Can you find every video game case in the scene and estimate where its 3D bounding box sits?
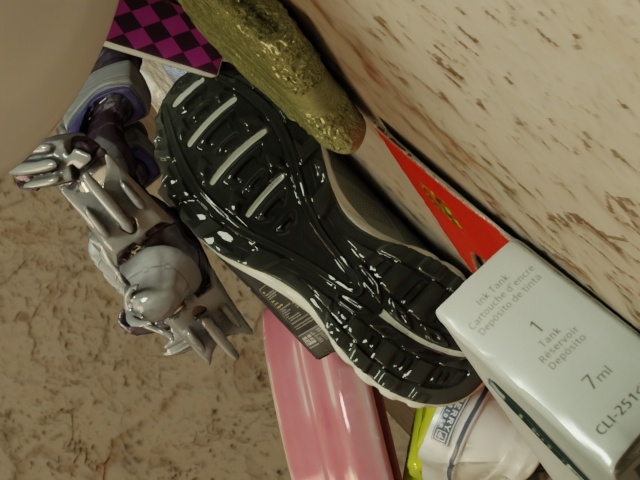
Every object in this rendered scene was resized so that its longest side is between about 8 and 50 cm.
[{"bbox_3d":[-0.190,-0.162,1.128,0.232,0.042,0.210,16,-174,-20],"label":"video game case"}]

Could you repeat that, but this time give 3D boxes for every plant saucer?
[{"bbox_3d":[0.018,0.171,1.562,0.332,0.084,0.332,-14,-90,-88],"label":"plant saucer"}]

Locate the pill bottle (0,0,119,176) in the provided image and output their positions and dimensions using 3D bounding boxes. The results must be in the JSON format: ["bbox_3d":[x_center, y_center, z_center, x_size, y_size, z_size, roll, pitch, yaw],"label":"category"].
[{"bbox_3d":[-0.284,-0.167,0.820,0.361,0.204,0.204,18,166,18],"label":"pill bottle"}]

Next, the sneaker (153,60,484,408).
[{"bbox_3d":[0.000,0.000,1.121,0.271,0.100,0.108,46,-178,12],"label":"sneaker"}]

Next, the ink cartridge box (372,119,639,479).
[{"bbox_3d":[0.126,0.086,0.932,0.239,0.060,0.275,41,173,40],"label":"ink cartridge box"}]

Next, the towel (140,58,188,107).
[{"bbox_3d":[-0.110,-0.118,1.489,0.285,0.034,0.209,45,174,20],"label":"towel"}]

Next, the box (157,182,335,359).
[{"bbox_3d":[-0.024,-0.008,1.290,0.183,0.056,0.231,47,166,0],"label":"box"}]

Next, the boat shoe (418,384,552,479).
[{"bbox_3d":[0.122,0.144,1.250,0.084,0.095,0.258,25,179,11],"label":"boat shoe"}]

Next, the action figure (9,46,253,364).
[{"bbox_3d":[-0.127,-0.017,1.181,0.285,0.099,0.185,-114,0,-58],"label":"action figure"}]

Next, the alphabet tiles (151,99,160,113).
[{"bbox_3d":[-0.242,-0.232,1.788,0.284,0.021,0.278,47,176,-7],"label":"alphabet tiles"}]

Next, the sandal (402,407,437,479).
[{"bbox_3d":[0.147,0.200,1.521,0.138,0.126,0.317,7,153,16],"label":"sandal"}]

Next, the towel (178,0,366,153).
[{"bbox_3d":[-0.038,-0.110,0.936,0.148,0.027,0.110,44,174,39],"label":"towel"}]
